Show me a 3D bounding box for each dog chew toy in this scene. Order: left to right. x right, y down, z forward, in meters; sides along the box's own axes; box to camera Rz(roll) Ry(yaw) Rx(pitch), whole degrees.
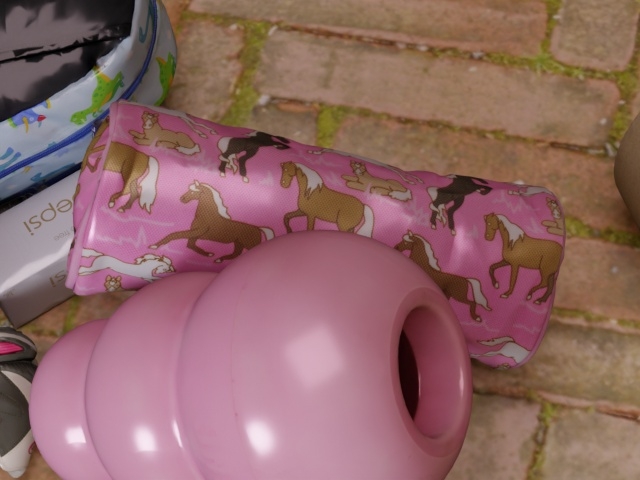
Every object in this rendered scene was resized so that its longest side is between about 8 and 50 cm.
[{"bbox_3d":[-0.067,0.107,0.990,0.332,0.206,0.206,-10,59,31],"label":"dog chew toy"}]

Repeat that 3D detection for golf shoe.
[{"bbox_3d":[-0.359,0.137,1.135,0.273,0.105,0.120,-6,70,-1],"label":"golf shoe"}]

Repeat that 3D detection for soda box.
[{"bbox_3d":[-0.190,-0.017,1.222,0.216,0.074,0.069,-32,66,-14],"label":"soda box"}]

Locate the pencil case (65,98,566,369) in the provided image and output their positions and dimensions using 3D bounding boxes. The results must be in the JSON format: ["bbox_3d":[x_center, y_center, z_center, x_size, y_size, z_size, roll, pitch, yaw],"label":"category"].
[{"bbox_3d":[0.000,0.000,1.121,0.386,0.160,0.167,11,19,-8],"label":"pencil case"}]

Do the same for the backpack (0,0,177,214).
[{"bbox_3d":[-0.303,-0.153,1.215,0.356,0.273,0.290,-30,62,11],"label":"backpack"}]

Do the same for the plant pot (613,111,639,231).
[{"bbox_3d":[0.372,-0.013,1.135,0.256,0.256,0.274,-33,52,-14],"label":"plant pot"}]
